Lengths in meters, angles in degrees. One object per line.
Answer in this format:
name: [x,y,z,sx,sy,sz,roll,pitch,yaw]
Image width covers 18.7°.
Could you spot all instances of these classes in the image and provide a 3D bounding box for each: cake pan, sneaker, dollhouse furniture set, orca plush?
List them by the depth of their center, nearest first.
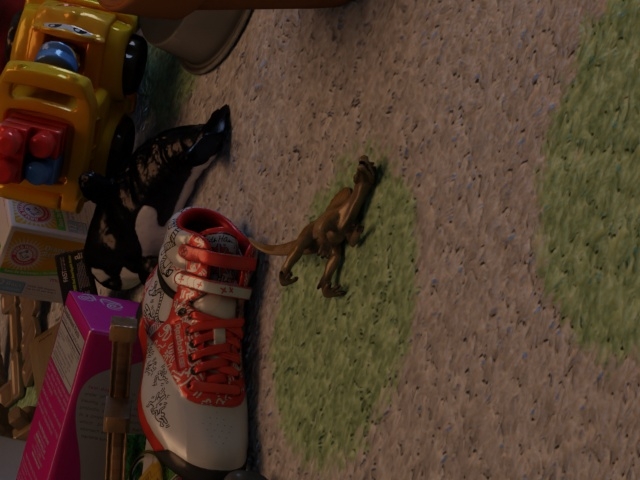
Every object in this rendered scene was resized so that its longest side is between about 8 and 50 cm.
sneaker: [-0.103,0.082,1.713,0.270,0.090,0.145,-108,34,-53]
orca plush: [-0.192,-0.039,1.956,0.287,0.102,0.151,145,131,-59]
cake pan: [-0.119,-0.317,1.973,0.293,0.054,0.293,-169,90,-67]
dollhouse furniture set: [-0.315,0.194,2.232,0.151,0.123,0.144,-34,38,11]

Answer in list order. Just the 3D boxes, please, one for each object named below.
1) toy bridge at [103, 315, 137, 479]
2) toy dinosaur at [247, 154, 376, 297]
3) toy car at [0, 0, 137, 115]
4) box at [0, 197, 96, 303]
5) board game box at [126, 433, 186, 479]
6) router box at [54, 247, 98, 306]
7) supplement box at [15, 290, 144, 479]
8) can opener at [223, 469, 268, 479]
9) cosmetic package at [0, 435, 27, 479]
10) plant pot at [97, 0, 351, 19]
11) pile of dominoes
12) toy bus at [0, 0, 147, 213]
toy bridge: [-0.184,0.158,1.764,0.063,0.026,0.188,-107,21,-74]
toy dinosaur: [0.000,0.000,1.584,0.183,0.053,0.092,-38,30,47]
toy car: [-0.282,-0.211,2.172,0.238,0.219,0.210,19,116,35]
box: [-0.333,-0.033,2.264,0.203,0.114,0.103,-109,37,-47]
board game box: [-0.152,0.305,1.758,0.136,0.030,0.259,-8,72,49]
router box: [-0.253,0.081,2.077,0.122,0.038,0.092,-110,9,-49]
supplement box: [-0.212,0.175,1.895,0.114,0.111,0.220,-131,56,-62]
can opener: [-0.123,0.316,1.634,0.280,0.093,0.074,-58,32,19]
cosmetic package: [-0.357,0.363,2.064,0.224,0.138,0.224,-90,21,-44]
plant pot: [-0.055,-0.313,1.634,0.291,0.203,0.291,-168,90,-67]
pile of dominoes: [-0.371,0.080,2.431,0.196,0.040,0.251,-33,58,59]
toy bus: [-0.281,-0.137,2.008,0.211,0.149,0.220,-56,-21,-73]
